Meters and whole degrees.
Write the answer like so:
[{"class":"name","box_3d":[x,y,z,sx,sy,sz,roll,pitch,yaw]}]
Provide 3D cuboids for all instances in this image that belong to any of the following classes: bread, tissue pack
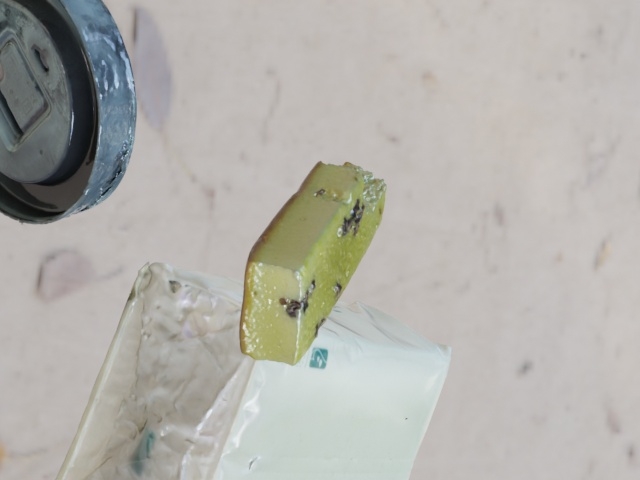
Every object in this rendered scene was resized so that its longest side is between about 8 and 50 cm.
[{"class":"bread","box_3d":[0.000,0.000,1.234,0.226,0.049,0.088,-57,153,-55]},{"class":"tissue pack","box_3d":[-0.062,0.194,1.732,0.380,0.207,0.297,11,102,-57]}]

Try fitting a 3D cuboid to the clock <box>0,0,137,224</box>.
[{"class":"clock","box_3d":[-0.240,-0.126,1.387,0.049,0.226,0.226,-19,113,-45]}]
